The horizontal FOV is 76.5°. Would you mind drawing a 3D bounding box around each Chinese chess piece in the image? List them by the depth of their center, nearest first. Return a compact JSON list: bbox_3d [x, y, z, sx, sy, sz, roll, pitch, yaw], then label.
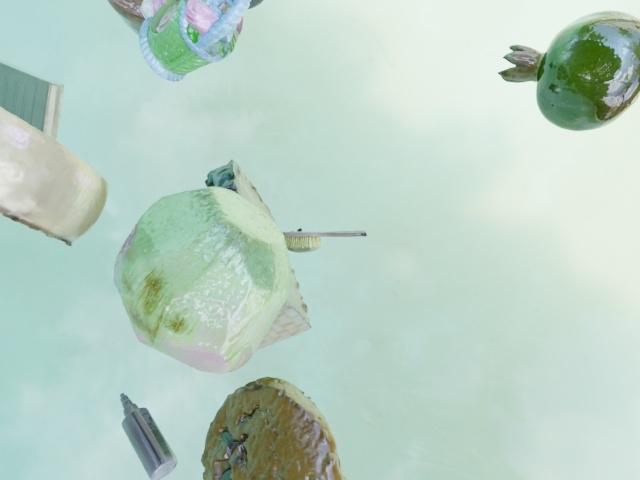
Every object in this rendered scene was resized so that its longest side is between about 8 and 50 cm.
[{"bbox_3d":[-0.426,-0.096,0.534,0.270,0.270,0.112,31,75,-21],"label":"Chinese chess piece"}]

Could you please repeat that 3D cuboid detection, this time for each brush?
[{"bbox_3d":[0.001,0.001,1.085,0.072,0.313,0.067,-10,97,-45],"label":"brush"}]

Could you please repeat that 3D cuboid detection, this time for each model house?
[{"bbox_3d":[-0.306,0.077,1.105,0.400,0.445,0.395,-26,143,6],"label":"model house"}]

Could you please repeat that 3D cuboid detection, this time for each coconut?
[{"bbox_3d":[-0.151,0.054,0.516,0.236,0.204,0.236,1,101,7],"label":"coconut"}]

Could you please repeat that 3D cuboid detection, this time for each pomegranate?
[{"bbox_3d":[0.426,-0.289,0.692,0.187,0.225,0.187,-35,136,-42],"label":"pomegranate"}]

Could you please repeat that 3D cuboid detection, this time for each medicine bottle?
[{"bbox_3d":[-0.361,0.385,0.823,0.057,0.199,0.058,-33,144,-27],"label":"medicine bottle"}]

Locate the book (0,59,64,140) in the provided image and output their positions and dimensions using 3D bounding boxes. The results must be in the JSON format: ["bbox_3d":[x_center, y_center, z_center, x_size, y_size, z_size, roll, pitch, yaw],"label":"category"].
[{"bbox_3d":[-0.580,-0.218,0.754,0.025,0.282,0.215,-11,124,-61],"label":"book"}]

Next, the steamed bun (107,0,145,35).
[{"bbox_3d":[-0.414,-0.615,1.088,0.301,0.251,0.199,13,82,-4],"label":"steamed bun"}]

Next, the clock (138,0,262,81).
[{"bbox_3d":[-0.156,-0.339,0.577,0.100,0.195,0.194,33,47,-50],"label":"clock"}]

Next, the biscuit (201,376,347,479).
[{"bbox_3d":[-0.089,0.366,0.636,0.075,0.296,0.296,24,80,-48],"label":"biscuit"}]
